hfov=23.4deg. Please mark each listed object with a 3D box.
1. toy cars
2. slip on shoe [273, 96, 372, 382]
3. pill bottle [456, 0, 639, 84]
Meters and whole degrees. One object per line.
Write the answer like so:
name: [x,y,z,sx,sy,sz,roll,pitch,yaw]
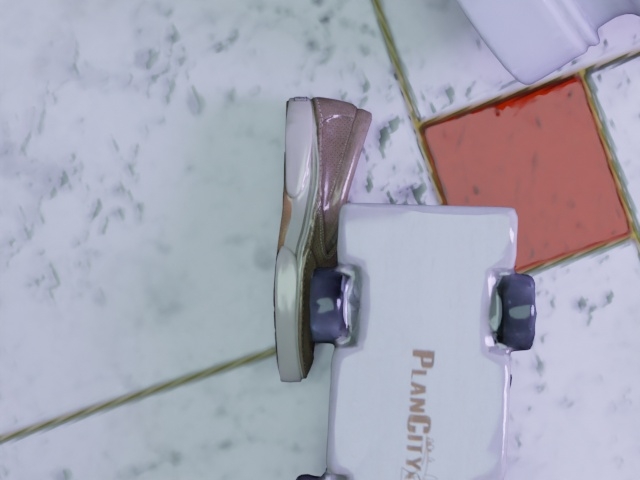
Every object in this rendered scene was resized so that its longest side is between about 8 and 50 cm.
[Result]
toy cars: [0.108,0.159,0.701,0.176,0.087,0.393,-38,85,1]
slip on shoe: [0.000,0.000,0.730,0.041,0.051,0.135,4,84,-2]
pill bottle: [0.174,-0.182,0.652,0.272,0.152,0.152,-32,87,15]
